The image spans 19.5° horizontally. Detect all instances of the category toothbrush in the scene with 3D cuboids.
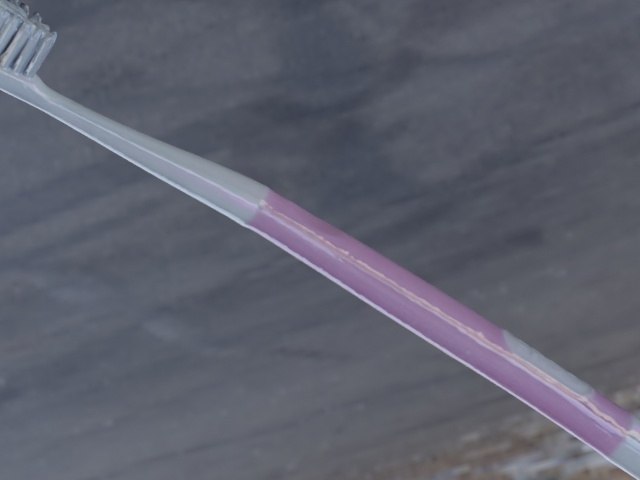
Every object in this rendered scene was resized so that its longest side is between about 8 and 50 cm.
[{"bbox_3d":[0.000,0.000,0.571,0.025,0.286,0.020,-55,-173,20],"label":"toothbrush"}]
